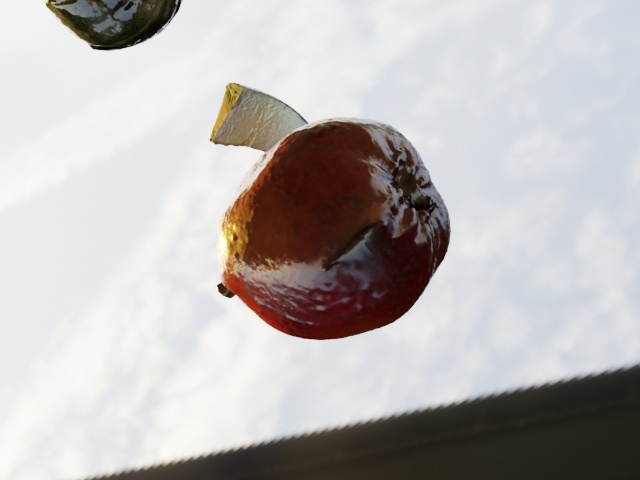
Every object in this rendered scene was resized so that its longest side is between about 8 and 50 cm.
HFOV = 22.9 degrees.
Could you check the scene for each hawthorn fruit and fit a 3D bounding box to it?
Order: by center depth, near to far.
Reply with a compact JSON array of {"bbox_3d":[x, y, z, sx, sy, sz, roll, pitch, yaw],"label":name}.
[{"bbox_3d":[0.000,0.000,1.876,0.307,0.265,0.265,-35,-152,31],"label":"hawthorn fruit"}]

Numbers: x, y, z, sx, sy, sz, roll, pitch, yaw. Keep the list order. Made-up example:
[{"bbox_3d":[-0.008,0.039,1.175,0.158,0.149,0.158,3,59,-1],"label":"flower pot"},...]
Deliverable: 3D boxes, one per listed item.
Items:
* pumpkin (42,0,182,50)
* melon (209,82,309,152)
[{"bbox_3d":[-0.334,-0.458,2.473,0.192,0.320,0.320,-17,-143,26],"label":"pumpkin"},{"bbox_3d":[-0.069,-0.167,2.347,0.054,0.182,0.098,35,-72,59],"label":"melon"}]
